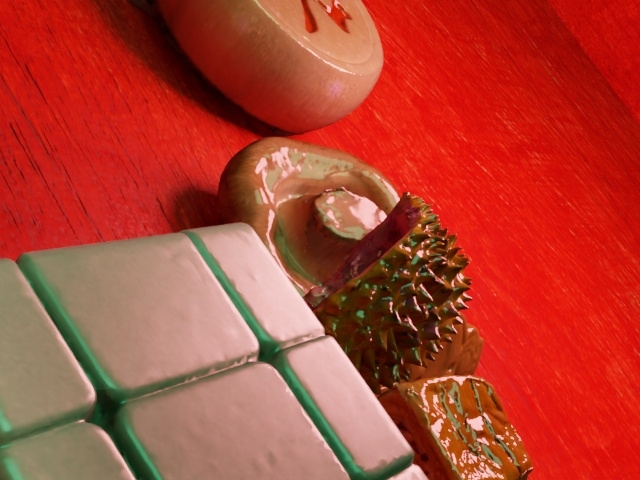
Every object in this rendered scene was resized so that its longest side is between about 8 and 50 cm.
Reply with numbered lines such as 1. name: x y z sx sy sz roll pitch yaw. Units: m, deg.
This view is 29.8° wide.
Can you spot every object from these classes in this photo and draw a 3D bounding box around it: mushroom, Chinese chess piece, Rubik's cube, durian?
1. mushroom: 0.000 0.000 1.381 0.278 0.146 0.278 15 51 -20
2. Chinese chess piece: -0.067 -0.303 1.636 0.338 0.140 0.338 33 33 -25
3. Rubik's cube: -0.140 0.211 0.741 0.316 0.319 0.322 54 28 13
4. durian: 0.057 0.062 1.216 0.154 0.260 0.186 38 -8 16

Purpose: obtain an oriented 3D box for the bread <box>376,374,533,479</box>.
1. bread: 0.114 0.230 1.245 0.143 0.158 0.149 3 57 -52

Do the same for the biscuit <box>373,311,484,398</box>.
1. biscuit: 0.119 0.146 1.384 0.040 0.144 0.236 34 20 35

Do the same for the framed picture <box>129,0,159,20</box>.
1. framed picture: -0.146 -0.323 1.716 0.289 0.020 0.211 32 32 -28
